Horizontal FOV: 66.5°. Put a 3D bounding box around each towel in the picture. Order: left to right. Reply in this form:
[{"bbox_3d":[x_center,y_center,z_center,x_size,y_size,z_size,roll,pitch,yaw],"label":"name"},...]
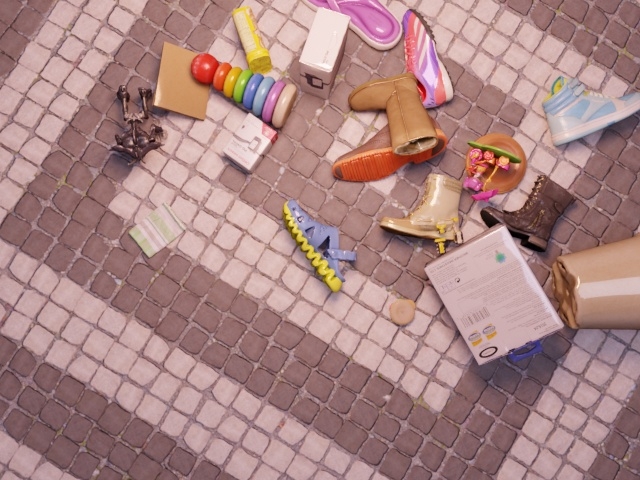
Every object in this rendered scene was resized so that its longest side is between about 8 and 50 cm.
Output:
[{"bbox_3d":[-0.515,-0.033,1.541,0.152,0.023,0.113,-39,88,-3],"label":"towel"}]

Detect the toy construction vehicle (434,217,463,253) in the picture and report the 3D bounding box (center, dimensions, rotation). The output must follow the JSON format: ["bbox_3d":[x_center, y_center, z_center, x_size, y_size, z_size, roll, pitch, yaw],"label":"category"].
[{"bbox_3d":[0.387,-0.015,1.486,0.085,0.035,0.099,-12,96,-3],"label":"toy construction vehicle"}]

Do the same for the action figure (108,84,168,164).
[{"bbox_3d":[-0.557,-0.335,1.499,0.163,0.141,0.276,-8,72,-4],"label":"action figure"}]

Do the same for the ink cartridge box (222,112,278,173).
[{"bbox_3d":[-0.222,-0.305,1.541,0.109,0.063,0.151,35,87,0],"label":"ink cartridge box"}]

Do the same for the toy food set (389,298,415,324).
[{"bbox_3d":[0.260,0.227,1.552,0.082,0.020,0.084,5,88,-1],"label":"toy food set"}]

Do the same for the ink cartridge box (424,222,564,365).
[{"bbox_3d":[0.522,0.184,1.456,0.269,0.151,0.396,-31,85,18],"label":"ink cartridge box"}]

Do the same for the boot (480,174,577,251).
[{"bbox_3d":[0.661,-0.110,1.555,0.262,0.091,0.229,29,82,-4],"label":"boot"}]

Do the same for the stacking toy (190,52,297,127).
[{"bbox_3d":[-0.246,-0.475,1.505,0.330,0.141,0.141,23,87,-2],"label":"stacking toy"}]

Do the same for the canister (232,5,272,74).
[{"bbox_3d":[-0.215,-0.622,1.526,0.073,0.126,0.170,-20,86,-2],"label":"canister"}]

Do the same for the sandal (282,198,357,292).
[{"bbox_3d":[0.000,0.000,1.513,0.138,0.126,0.318,-37,97,-6],"label":"sandal"}]

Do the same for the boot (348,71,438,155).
[{"bbox_3d":[0.209,-0.370,1.467,0.235,0.089,0.270,-17,58,18],"label":"boot"}]

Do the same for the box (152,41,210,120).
[{"bbox_3d":[-0.426,-0.495,1.525,0.164,0.021,0.202,10,87,-33],"label":"box"}]

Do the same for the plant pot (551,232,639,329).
[{"bbox_3d":[0.879,0.136,1.449,0.305,0.334,0.334,-9,88,10],"label":"plant pot"}]

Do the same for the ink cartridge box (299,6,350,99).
[{"bbox_3d":[0.010,-0.556,1.472,0.100,0.237,0.172,19,87,-1],"label":"ink cartridge box"}]

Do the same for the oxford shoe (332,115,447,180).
[{"bbox_3d":[0.205,-0.292,1.544,0.363,0.130,0.133,-16,58,3],"label":"oxford shoe"}]

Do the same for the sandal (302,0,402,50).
[{"bbox_3d":[0.093,-0.777,1.551,0.416,0.102,0.170,34,87,0],"label":"sandal"}]

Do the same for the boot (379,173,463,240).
[{"bbox_3d":[0.319,-0.110,1.527,0.261,0.095,0.204,7,89,-8],"label":"boot"}]

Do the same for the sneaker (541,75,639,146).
[{"bbox_3d":[0.858,-0.452,1.547,0.318,0.127,0.208,-24,90,-3],"label":"sneaker"}]

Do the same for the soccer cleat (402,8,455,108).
[{"bbox_3d":[0.315,-0.577,1.551,0.116,0.108,0.319,-23,91,2],"label":"soccer cleat"}]

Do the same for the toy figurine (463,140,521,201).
[{"bbox_3d":[0.502,-0.203,1.507,0.173,0.130,0.159,27,97,22],"label":"toy figurine"}]

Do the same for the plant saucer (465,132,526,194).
[{"bbox_3d":[0.571,-0.250,1.574,0.199,0.037,0.200,0,87,-2],"label":"plant saucer"}]
